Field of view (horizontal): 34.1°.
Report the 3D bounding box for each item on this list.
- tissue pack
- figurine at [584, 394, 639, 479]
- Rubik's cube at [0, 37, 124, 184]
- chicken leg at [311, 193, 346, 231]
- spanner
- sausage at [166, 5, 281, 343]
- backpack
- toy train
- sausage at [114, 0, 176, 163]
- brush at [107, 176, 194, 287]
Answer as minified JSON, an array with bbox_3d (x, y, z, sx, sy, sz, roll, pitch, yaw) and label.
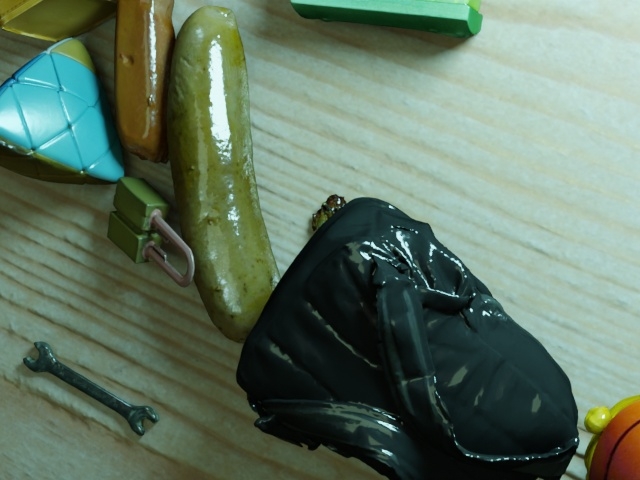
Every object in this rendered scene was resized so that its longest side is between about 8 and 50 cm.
[{"bbox_3d":[-0.433,-0.460,1.581,0.145,0.194,0.275,-24,84,21],"label":"tissue pack"},{"bbox_3d":[0.477,0.295,1.317,0.322,0.196,0.320,-5,99,10],"label":"figurine"},{"bbox_3d":[-0.385,-0.191,1.603,0.254,0.254,0.255,1,92,17],"label":"Rubik's cube"},{"bbox_3d":[0.004,0.001,1.539,0.062,0.037,0.145,18,97,38],"label":"chicken leg"},{"bbox_3d":[-0.369,0.237,1.672,0.254,0.015,0.054,27,99,15],"label":"spanner"},{"bbox_3d":[-0.151,-0.096,1.536,0.136,0.123,0.501,-10,88,3],"label":"sausage"},{"bbox_3d":[0.127,0.183,1.376,0.445,0.255,0.363,35,118,-1],"label":"backpack"},{"bbox_3d":[0.100,-0.396,1.452,0.300,0.120,0.203,10,97,17],"label":"toy train"},{"bbox_3d":[-0.264,-0.290,1.580,0.093,0.097,0.349,-1,91,10],"label":"sausage"},{"bbox_3d":[-0.239,-0.003,1.540,0.233,0.047,0.103,37,121,44],"label":"brush"}]
